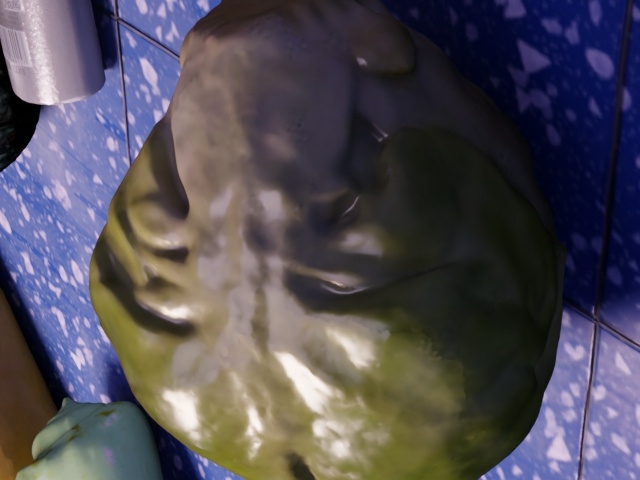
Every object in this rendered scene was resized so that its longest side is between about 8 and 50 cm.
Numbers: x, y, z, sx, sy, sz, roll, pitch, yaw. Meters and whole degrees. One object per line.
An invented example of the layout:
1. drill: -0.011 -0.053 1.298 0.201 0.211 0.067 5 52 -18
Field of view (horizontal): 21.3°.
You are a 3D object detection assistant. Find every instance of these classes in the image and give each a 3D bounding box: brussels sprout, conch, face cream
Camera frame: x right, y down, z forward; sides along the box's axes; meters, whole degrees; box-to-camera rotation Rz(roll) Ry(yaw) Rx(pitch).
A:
1. brussels sprout: -0.004 0.009 0.999 0.274 0.242 0.316 -35 82 53
2. conch: -0.193 0.266 1.571 0.143 0.137 0.250 -15 100 41
3. face cream: -0.227 -0.240 1.299 0.107 0.073 0.269 24 132 47

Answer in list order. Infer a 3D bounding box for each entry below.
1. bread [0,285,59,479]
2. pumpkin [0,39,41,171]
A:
1. bread: -0.464 0.153 1.779 0.361 0.250 0.394 -20 95 58
2. pumpkin: -0.322 -0.145 1.452 0.202 0.140 0.202 33 135 40
